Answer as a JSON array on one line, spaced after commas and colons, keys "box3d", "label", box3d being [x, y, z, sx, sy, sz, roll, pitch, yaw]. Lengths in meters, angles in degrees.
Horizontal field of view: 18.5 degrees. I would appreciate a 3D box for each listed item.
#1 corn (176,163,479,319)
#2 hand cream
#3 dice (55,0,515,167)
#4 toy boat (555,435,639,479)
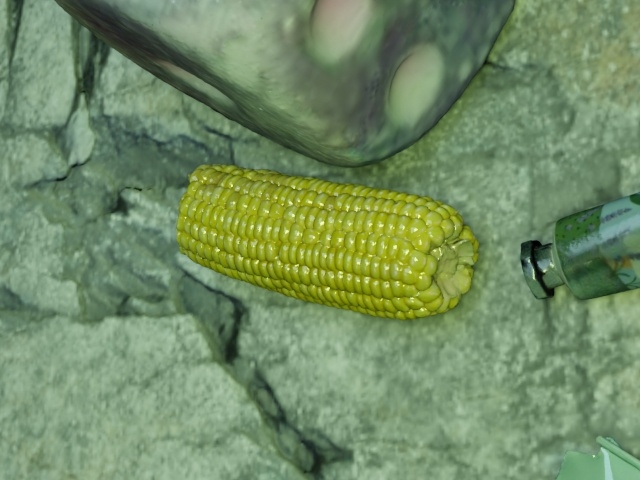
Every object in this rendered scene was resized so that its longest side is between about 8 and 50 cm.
[{"box3d": [0.000, 0.000, 1.440, 0.244, 0.093, 0.093, 11, 76, 37], "label": "corn"}, {"box3d": [0.265, -0.018, 1.315, 0.271, 0.058, 0.091, -17, 96, 22], "label": "hand cream"}, {"box3d": [-0.025, -0.231, 1.440, 0.270, 0.270, 0.271, 27, 84, 35], "label": "dice"}, {"box3d": [0.279, 0.204, 1.204, 0.210, 0.070, 0.292, -41, 58, 15], "label": "toy boat"}]
